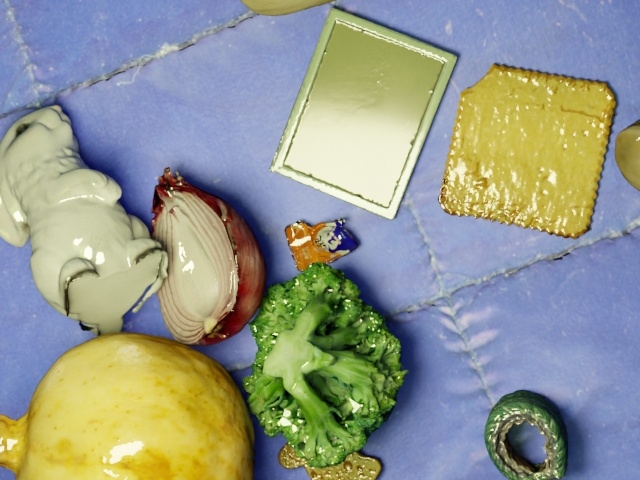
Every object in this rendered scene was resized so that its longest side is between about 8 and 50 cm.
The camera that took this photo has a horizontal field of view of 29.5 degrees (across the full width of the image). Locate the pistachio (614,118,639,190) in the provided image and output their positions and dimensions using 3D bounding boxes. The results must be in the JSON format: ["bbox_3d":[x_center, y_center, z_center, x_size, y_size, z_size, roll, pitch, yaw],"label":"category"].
[{"bbox_3d":[0.504,-0.109,1.717,0.185,0.126,0.108,25,69,4],"label":"pistachio"}]

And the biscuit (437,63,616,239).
[{"bbox_3d":[0.306,-0.135,1.812,0.232,0.013,0.237,12,98,12],"label":"biscuit"}]

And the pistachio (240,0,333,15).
[{"bbox_3d":[-0.033,-0.405,1.802,0.206,0.131,0.130,-10,102,9],"label":"pistachio"}]

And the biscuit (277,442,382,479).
[{"bbox_3d":[-0.002,0.319,1.918,0.138,0.031,0.205,-43,87,9],"label":"biscuit"}]

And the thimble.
[{"bbox_3d":[0.307,0.297,1.817,0.118,0.090,0.135,-19,93,16],"label":"thimble"}]

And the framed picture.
[{"bbox_3d":[0.064,-0.192,1.859,0.217,0.017,0.274,25,101,10],"label":"framed picture"}]

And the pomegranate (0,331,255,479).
[{"bbox_3d":[-0.301,0.319,1.796,0.410,0.410,0.410,1,96,13],"label":"pomegranate"}]

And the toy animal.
[{"bbox_3d":[-0.397,-0.033,1.898,0.357,0.193,0.258,51,132,28],"label":"toy animal"}]

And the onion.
[{"bbox_3d":[-0.170,0.014,1.870,0.227,0.120,0.284,-32,71,43],"label":"onion"}]

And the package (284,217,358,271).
[{"bbox_3d":[0.001,0.000,1.886,0.110,0.033,0.077,-18,115,27],"label":"package"}]

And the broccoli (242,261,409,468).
[{"bbox_3d":[-0.007,0.187,1.799,0.265,0.245,0.295,-13,65,15],"label":"broccoli"}]
